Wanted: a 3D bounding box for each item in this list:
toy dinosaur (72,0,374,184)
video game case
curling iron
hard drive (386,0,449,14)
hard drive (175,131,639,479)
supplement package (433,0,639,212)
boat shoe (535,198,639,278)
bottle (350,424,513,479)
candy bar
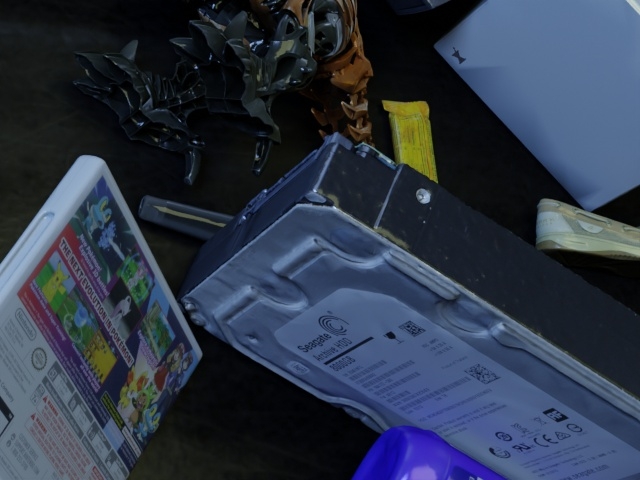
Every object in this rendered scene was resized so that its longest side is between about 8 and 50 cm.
[{"bbox_3d":[-0.037,-0.159,1.069,0.322,0.164,0.218,45,54,-5],"label":"toy dinosaur"},{"bbox_3d":[-0.153,0.080,0.918,0.183,0.023,0.201,-59,147,-31],"label":"video game case"},{"bbox_3d":[0.000,0.000,1.094,0.274,0.035,0.068,9,86,-15],"label":"curling iron"},{"bbox_3d":[0.095,-0.290,1.203,0.172,0.054,0.254,51,48,-5],"label":"hard drive"},{"bbox_3d":[0.090,0.076,0.998,0.339,0.237,0.064,33,59,-14],"label":"hard drive"},{"bbox_3d":[0.275,-0.201,1.224,0.198,0.199,0.263,46,57,-5],"label":"supplement package"},{"bbox_3d":[0.246,-0.001,1.219,0.153,0.056,0.048,8,72,-17],"label":"boat shoe"},{"bbox_3d":[0.145,0.241,1.039,0.282,0.092,0.118,31,88,-14],"label":"bottle"},{"bbox_3d":[0.076,-0.038,1.164,0.040,0.018,0.162,2,70,-23],"label":"candy bar"}]
